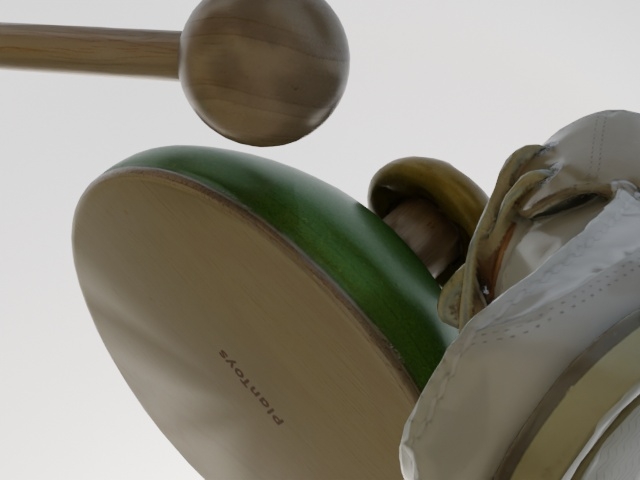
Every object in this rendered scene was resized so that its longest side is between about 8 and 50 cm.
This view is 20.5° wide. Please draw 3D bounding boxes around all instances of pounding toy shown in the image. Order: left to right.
[{"bbox_3d":[0.000,0.000,0.632,0.183,0.110,0.237,8,-49,49],"label":"pounding toy"}]

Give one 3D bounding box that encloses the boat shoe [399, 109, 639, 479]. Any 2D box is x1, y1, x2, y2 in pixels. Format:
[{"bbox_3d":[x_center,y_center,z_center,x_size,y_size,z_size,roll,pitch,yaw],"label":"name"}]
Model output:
[{"bbox_3d":[0.087,0.025,0.521,0.103,0.302,0.113,36,-72,20],"label":"boat shoe"}]
